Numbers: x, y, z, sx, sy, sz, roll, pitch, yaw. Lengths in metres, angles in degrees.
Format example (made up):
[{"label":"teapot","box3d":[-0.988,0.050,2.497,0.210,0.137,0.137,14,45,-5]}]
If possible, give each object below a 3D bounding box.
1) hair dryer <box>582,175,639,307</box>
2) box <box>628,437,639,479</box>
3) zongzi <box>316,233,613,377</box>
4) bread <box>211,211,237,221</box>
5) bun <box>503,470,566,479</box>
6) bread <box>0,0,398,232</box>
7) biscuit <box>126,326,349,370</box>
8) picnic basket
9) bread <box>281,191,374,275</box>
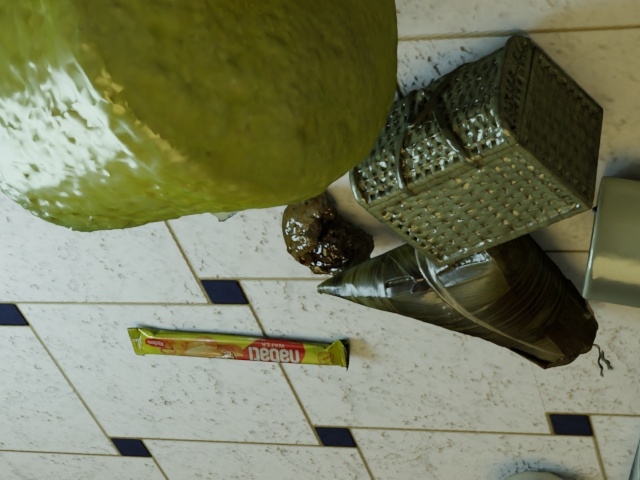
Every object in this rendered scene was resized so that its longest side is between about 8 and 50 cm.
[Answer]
[{"label":"hair dryer","box3d":[0.365,-0.071,1.461,0.203,0.128,0.362,9,136,10]},{"label":"box","box3d":[0.549,0.340,1.950,0.330,0.095,0.210,8,143,8]},{"label":"zongzi","box3d":[0.161,0.076,1.711,0.241,0.111,0.247,-19,134,32]},{"label":"bread","box3d":[-0.092,-0.071,1.680,0.068,0.028,0.153,30,142,-20]},{"label":"bun","box3d":[0.286,0.364,2.082,0.138,0.094,0.138,3,108,8]},{"label":"bread","box3d":[-0.130,-0.172,1.315,0.348,0.348,0.308,36,148,-27]},{"label":"biscuit","box3d":[-0.102,0.133,1.960,0.292,0.026,0.048,2,123,16]},{"label":"picnic basket","box3d":[0.145,-0.089,1.487,0.154,0.134,0.196,39,139,-28]},{"label":"bread","box3d":[0.000,0.000,1.716,0.082,0.060,0.113,-23,131,37]}]
